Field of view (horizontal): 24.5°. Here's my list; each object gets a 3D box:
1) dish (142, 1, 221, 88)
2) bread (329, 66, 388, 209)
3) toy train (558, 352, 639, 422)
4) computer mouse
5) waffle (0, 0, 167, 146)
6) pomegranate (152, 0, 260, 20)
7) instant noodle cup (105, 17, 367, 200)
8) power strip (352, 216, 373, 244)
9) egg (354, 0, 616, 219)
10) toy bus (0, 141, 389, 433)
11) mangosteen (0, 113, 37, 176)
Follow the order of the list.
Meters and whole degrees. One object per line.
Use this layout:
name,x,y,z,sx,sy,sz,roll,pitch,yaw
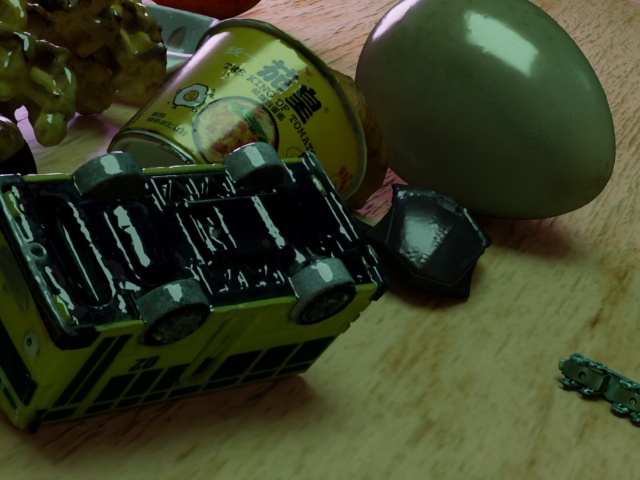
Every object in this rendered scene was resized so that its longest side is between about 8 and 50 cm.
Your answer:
dish,-0.196,-0.210,1.656,0.154,0.064,0.234,12,20,-4
bread,-0.003,-0.097,1.346,0.114,0.083,0.211,23,-11,15
toy train,0.227,0.112,1.136,0.092,0.029,0.045,27,17,34
computer mouse,0.101,-0.011,1.298,0.105,0.062,0.192,29,21,0
waffle,-0.286,-0.202,1.364,0.261,0.151,0.324,52,21,-2
pomegranate,-0.154,-0.392,1.969,0.210,0.210,0.235,10,-11,-9
instant noodle cup,-0.076,-0.065,1.187,0.182,0.182,0.144,25,50,28
power strip,0.000,0.000,1.279,0.038,0.029,0.111,27,24,31
egg,0.167,-0.133,1.463,0.218,0.218,0.295,-8,36,-45
toy bus,-0.102,0.031,0.964,0.262,0.150,0.128,-7,58,-42
mangosteen,-0.277,-0.062,1.099,0.137,0.151,0.137,11,39,-9
